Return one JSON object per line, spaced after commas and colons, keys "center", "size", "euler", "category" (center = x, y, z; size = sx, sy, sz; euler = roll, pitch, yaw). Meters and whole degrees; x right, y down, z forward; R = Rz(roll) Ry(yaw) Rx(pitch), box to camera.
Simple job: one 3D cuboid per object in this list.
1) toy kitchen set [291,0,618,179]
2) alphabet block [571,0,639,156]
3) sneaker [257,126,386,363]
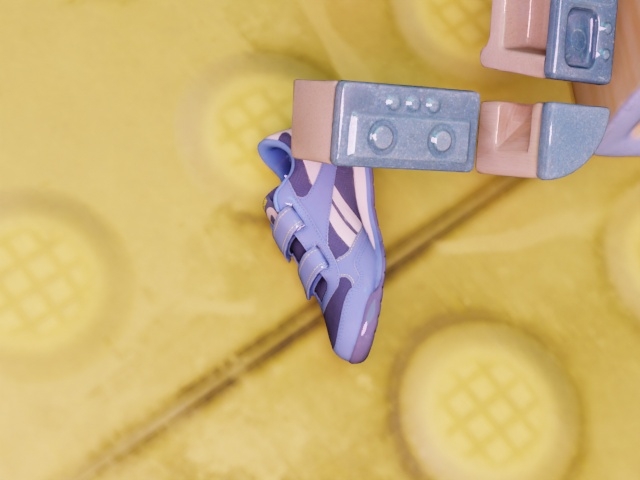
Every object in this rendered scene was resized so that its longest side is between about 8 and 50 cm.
{"center": [0.085, -0.136, 0.748], "size": [0.166, 0.122, 0.207], "euler": [2, 94, -30], "category": "toy kitchen set"}
{"center": [0.250, -0.175, 0.854], "size": [0.192, 0.193, 0.197], "euler": [0, 68, -16], "category": "alphabet block"}
{"center": [0.000, 0.000, 0.796], "size": [0.059, 0.053, 0.144], "euler": [0, 59, -15], "category": "sneaker"}
